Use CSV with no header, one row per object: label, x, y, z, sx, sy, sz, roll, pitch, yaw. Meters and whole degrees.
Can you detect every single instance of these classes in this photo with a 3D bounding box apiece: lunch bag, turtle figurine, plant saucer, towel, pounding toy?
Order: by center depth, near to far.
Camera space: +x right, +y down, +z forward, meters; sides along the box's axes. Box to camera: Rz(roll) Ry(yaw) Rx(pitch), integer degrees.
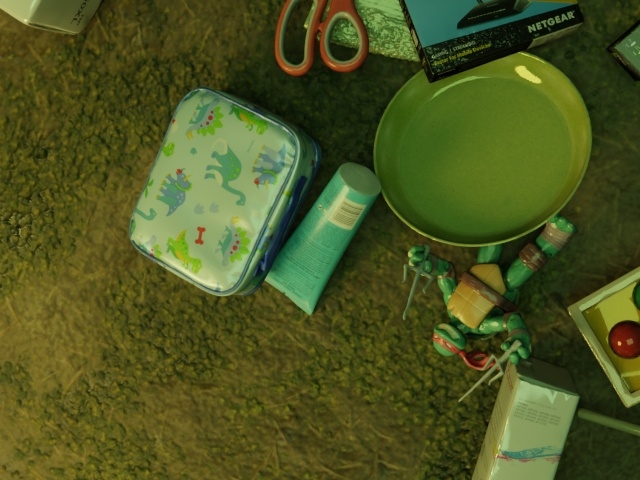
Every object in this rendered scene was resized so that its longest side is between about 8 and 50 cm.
pounding toy,0.359,0.147,1.163,0.181,0.094,0.206,-31,75,11
plant saucer,0.180,-0.101,1.171,0.241,0.037,0.241,-7,67,16
turtle figurine,0.180,0.055,1.191,0.175,0.118,0.234,34,91,14
towel,0.063,-0.270,1.214,0.148,0.027,0.110,17,100,6
lunch bag,-0.109,-0.053,1.221,0.176,0.090,0.219,27,99,19

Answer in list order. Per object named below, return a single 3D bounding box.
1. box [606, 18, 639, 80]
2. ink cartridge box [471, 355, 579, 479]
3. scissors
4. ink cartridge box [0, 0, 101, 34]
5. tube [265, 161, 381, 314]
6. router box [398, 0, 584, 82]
box,0.367,-0.222,1.158,0.083,0.062,0.052,-43,91,11
ink cartridge box,0.231,0.230,1.201,0.072,0.127,0.175,16,99,5
scissors,0.020,-0.328,1.192,0.109,0.021,0.297,9,87,12
ink cartridge box,-0.388,-0.458,1.184,0.395,0.166,0.285,33,101,2
tube,0.000,0.000,1.219,0.080,0.052,0.207,39,128,7
router box,0.181,-0.266,1.161,0.179,0.046,0.133,-20,85,-3
